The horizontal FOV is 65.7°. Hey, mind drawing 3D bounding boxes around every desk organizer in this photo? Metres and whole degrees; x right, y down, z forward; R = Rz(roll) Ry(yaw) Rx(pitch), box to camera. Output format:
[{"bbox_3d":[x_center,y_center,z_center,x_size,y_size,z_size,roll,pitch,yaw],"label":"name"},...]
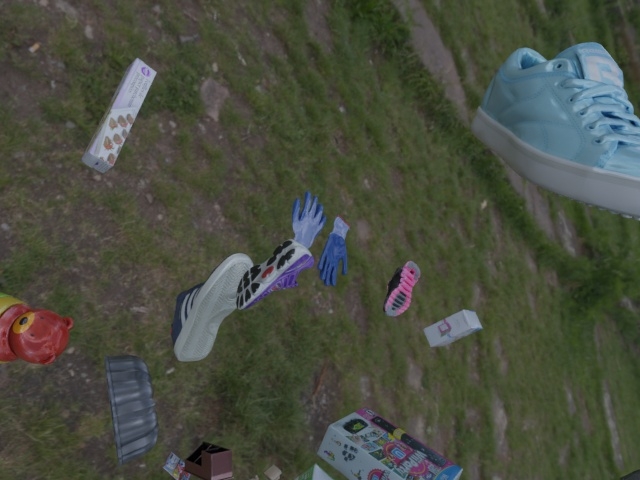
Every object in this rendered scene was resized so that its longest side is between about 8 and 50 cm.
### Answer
[{"bbox_3d":[-0.219,0.427,0.960,0.047,0.130,0.050,5,76,-37],"label":"desk organizer"}]

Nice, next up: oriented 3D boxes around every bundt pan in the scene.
[{"bbox_3d":[-0.573,0.503,1.509,0.124,0.330,0.331,-8,79,-27],"label":"bundt pan"}]

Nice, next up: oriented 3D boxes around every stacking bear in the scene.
[{"bbox_3d":[-0.667,0.183,1.031,0.164,0.288,0.176,88,13,-46],"label":"stacking bear"}]

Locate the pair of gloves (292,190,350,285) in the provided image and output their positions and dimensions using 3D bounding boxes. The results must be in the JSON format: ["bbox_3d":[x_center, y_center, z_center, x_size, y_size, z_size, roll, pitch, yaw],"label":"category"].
[{"bbox_3d":[0.000,0.000,1.034,0.198,0.023,0.160,39,58,-39],"label":"pair of gloves"}]

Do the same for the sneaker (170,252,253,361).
[{"bbox_3d":[-0.302,0.148,1.294,0.131,0.350,0.148,17,26,-44],"label":"sneaker"}]

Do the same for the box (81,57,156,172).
[{"bbox_3d":[-0.516,-0.325,1.279,0.063,0.067,0.324,33,57,-35],"label":"box"}]

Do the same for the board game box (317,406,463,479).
[{"bbox_3d":[0.177,0.563,1.256,0.224,0.303,0.098,6,108,-59],"label":"board game box"}]

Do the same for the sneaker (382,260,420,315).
[{"bbox_3d":[0.145,0.094,0.943,0.047,0.057,0.119,44,60,-20],"label":"sneaker"}]

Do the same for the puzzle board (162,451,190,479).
[{"bbox_3d":[-0.465,0.747,1.624,0.096,0.011,0.128,44,-6,-1],"label":"puzzle board"}]

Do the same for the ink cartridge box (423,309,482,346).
[{"bbox_3d":[0.339,0.227,1.272,0.088,0.122,0.052,15,49,-52],"label":"ink cartridge box"}]

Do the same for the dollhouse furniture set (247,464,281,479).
[{"bbox_3d":[-0.184,0.854,1.530,0.355,0.303,0.174,-29,126,-39],"label":"dollhouse furniture set"}]

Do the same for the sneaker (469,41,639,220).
[{"bbox_3d":[0.288,-0.143,0.561,0.135,0.150,0.366,4,28,-18],"label":"sneaker"}]

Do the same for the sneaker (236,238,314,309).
[{"bbox_3d":[-0.080,0.073,0.859,0.071,0.169,0.068,38,25,-35],"label":"sneaker"}]

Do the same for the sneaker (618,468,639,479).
[{"bbox_3d":[0.505,0.456,0.695,0.097,0.134,0.277,45,33,-66],"label":"sneaker"}]

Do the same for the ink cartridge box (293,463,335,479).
[{"bbox_3d":[-0.037,0.612,1.058,0.160,0.219,0.093,45,15,-10],"label":"ink cartridge box"}]
